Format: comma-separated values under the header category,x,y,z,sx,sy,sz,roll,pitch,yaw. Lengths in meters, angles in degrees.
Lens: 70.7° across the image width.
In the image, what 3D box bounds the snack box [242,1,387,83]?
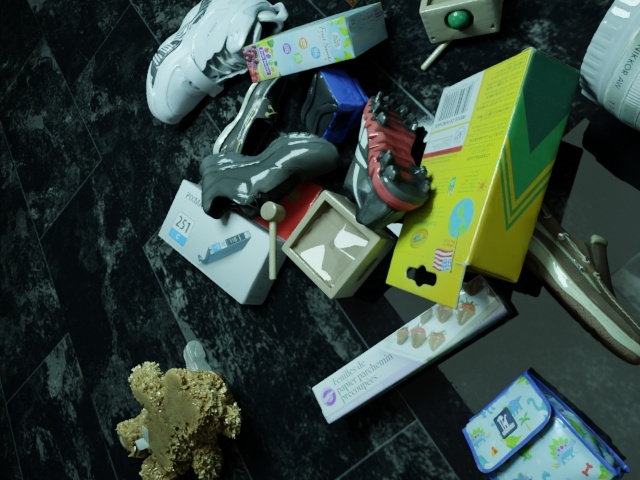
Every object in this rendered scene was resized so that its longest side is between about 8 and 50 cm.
category,x,y,z,sx,sy,sz,roll,pitch,yaw
snack box,-0.006,-0.356,0.812,0.207,0.174,0.070,-1,121,29

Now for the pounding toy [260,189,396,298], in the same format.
category,x,y,z,sx,sy,sz,roll,pitch,yaw
pounding toy,-0.009,0.004,0.780,0.206,0.094,0.181,44,107,23

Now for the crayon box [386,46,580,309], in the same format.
category,x,y,z,sx,sy,sz,roll,pitch,yaw
crayon box,0.204,-0.068,0.618,0.202,0.081,0.318,-163,91,-74

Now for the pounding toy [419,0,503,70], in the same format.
category,x,y,z,sx,sy,sz,roll,pitch,yaw
pounding toy,0.224,-0.374,0.734,0.130,0.100,0.141,3,71,31

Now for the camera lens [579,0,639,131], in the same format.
category,x,y,z,sx,sy,sz,roll,pitch,yaw
camera lens,0.460,-0.183,0.468,0.219,0.219,0.274,-50,60,13

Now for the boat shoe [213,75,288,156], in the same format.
category,x,y,z,sx,sy,sz,roll,pitch,yaw
boat shoe,-0.126,-0.246,0.916,0.069,0.081,0.227,35,94,18

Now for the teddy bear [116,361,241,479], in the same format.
category,x,y,z,sx,sy,sz,roll,pitch,yaw
teddy bear,-0.264,0.341,0.842,0.245,0.113,0.337,34,117,22

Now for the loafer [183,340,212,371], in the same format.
category,x,y,z,sx,sy,sz,roll,pitch,yaw
loafer,-0.245,0.266,0.907,0.039,0.045,0.125,-40,64,40

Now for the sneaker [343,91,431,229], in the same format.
category,x,y,z,sx,sy,sz,roll,pitch,yaw
sneaker,0.093,-0.127,0.720,0.135,0.098,0.276,-52,26,42

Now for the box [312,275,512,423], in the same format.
category,x,y,z,sx,sy,sz,roll,pitch,yaw
box,0.132,0.170,0.685,0.324,0.067,0.063,-39,63,18

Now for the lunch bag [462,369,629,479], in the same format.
category,x,y,z,sx,sy,sz,roll,pitch,yaw
lunch bag,0.272,0.263,0.571,0.128,0.096,0.151,-51,46,15

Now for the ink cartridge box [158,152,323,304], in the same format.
category,x,y,z,sx,sy,sz,roll,pitch,yaw
ink cartridge box,-0.175,-0.056,0.914,0.296,0.066,0.261,31,97,32

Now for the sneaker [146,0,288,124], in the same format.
category,x,y,z,sx,sy,sz,roll,pitch,yaw
sneaker,-0.221,-0.382,0.963,0.210,0.137,0.365,42,99,33

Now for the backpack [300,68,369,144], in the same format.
category,x,y,z,sx,sy,sz,roll,pitch,yaw
backpack,0.025,-0.229,0.811,0.120,0.101,0.097,-53,50,50

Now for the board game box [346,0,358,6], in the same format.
category,x,y,z,sx,sy,sz,roll,pitch,yaw
board game box,0.010,-0.546,0.886,0.043,0.092,0.181,-43,62,17

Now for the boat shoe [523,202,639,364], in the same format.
category,x,y,z,sx,sy,sz,roll,pitch,yaw
boat shoe,0.330,0.031,0.579,0.095,0.095,0.257,-42,62,11

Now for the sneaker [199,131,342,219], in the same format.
category,x,y,z,sx,sy,sz,roll,pitch,yaw
sneaker,-0.095,-0.105,0.829,0.287,0.109,0.130,-12,61,22
